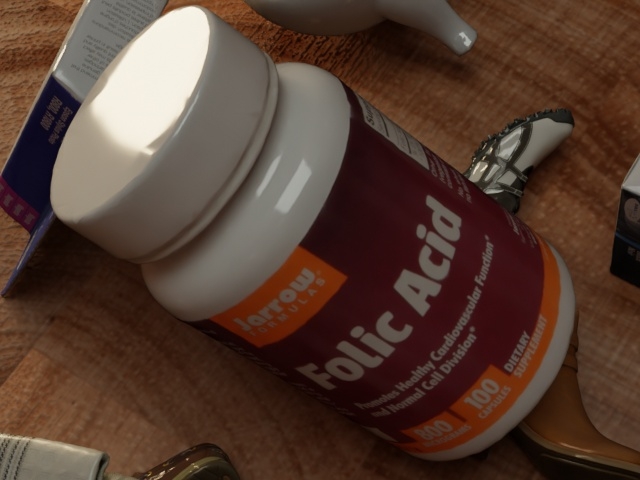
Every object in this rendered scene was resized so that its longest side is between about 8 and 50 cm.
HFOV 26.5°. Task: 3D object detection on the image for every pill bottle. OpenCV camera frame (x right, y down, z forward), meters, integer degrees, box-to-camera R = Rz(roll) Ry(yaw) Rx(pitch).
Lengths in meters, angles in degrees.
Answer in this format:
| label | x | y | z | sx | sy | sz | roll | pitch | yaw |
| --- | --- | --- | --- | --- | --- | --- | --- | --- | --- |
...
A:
| label | x | y | z | sx | sy | sz | roll | pitch | yaw |
| --- | --- | --- | --- | --- | --- | --- | --- | --- | --- |
| pill bottle | 0.000 | 0.000 | 1.079 | 0.224 | 0.392 | 0.224 | -35 | 37 | 31 |

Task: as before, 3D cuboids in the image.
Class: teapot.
| label | x | y | z | sx | sy | sz | roll | pitch | yaw |
| --- | --- | --- | --- | --- | --- | --- | --- | --- | --- |
| teapot | 0.029 | -0.315 | 1.396 | 0.253 | 0.187 | 0.256 | -3 | 76 | 36 |

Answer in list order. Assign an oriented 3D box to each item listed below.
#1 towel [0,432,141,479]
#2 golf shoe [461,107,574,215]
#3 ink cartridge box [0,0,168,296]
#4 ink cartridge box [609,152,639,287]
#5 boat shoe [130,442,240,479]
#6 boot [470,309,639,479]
| label | x | y | z | sx | sy | sz | roll | pitch | yaw |
| --- | --- | --- | --- | --- | --- | --- | --- | --- | --- |
| towel | -0.314 | 0.303 | 1.109 | 0.324 | 0.056 | 0.312 | 10 | 65 | 16 |
| golf shoe | 0.170 | -0.048 | 1.295 | 0.198 | 0.077 | 0.094 | -33 | 73 | -3 |
| ink cartridge box | -0.222 | -0.139 | 1.253 | 0.071 | 0.324 | 0.330 | 29 | 65 | -12 |
| ink cartridge box | 0.411 | 0.042 | 1.155 | 0.333 | 0.165 | 0.065 | 26 | 68 | 21 |
| boat shoe | -0.154 | 0.238 | 1.187 | 0.178 | 0.064 | 0.060 | -32 | 29 | -3 |
| boot | 0.208 | 0.129 | 1.189 | 0.197 | 0.073 | 0.152 | 16 | 61 | 13 |
